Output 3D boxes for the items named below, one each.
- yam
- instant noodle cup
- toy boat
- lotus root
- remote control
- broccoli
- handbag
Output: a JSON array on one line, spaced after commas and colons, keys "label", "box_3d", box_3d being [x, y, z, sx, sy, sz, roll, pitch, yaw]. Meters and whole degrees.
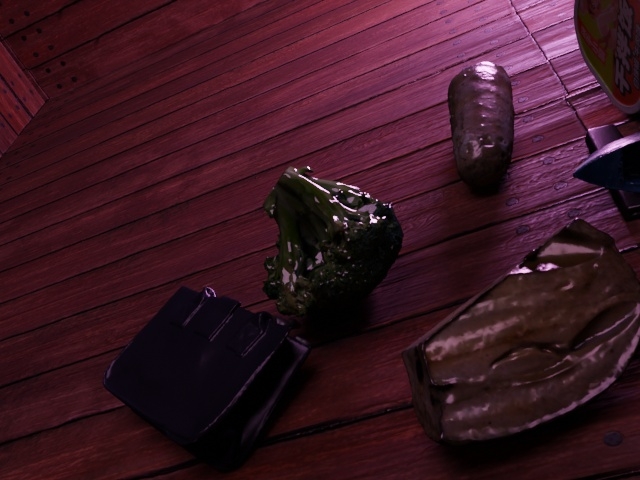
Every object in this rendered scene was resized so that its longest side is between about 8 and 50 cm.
[{"label": "yam", "box_3d": [0.304, -0.221, 1.316, 0.133, 0.133, 0.330, -13, 39, 24]}, {"label": "instant noodle cup", "box_3d": [0.641, -0.404, 1.182, 0.307, 0.294, 0.294, -19, 33, 1]}, {"label": "toy boat", "box_3d": [0.528, -0.128, 1.022, 0.299, 0.096, 0.062, -8, 28, 15]}, {"label": "lotus root", "box_3d": [0.250, 0.128, 0.873, 0.314, 0.142, 0.210, -25, 69, -2]}, {"label": "remote control", "box_3d": [0.487, -0.117, 1.118, 0.063, 0.025, 0.245, -15, 35, 14]}, {"label": "broccoli", "box_3d": [0.000, 0.000, 1.127, 0.265, 0.245, 0.294, -44, 6, -24]}, {"label": "handbag", "box_3d": [-0.175, 0.194, 1.113, 0.325, 0.118, 0.269, 15, 59, 47]}]
